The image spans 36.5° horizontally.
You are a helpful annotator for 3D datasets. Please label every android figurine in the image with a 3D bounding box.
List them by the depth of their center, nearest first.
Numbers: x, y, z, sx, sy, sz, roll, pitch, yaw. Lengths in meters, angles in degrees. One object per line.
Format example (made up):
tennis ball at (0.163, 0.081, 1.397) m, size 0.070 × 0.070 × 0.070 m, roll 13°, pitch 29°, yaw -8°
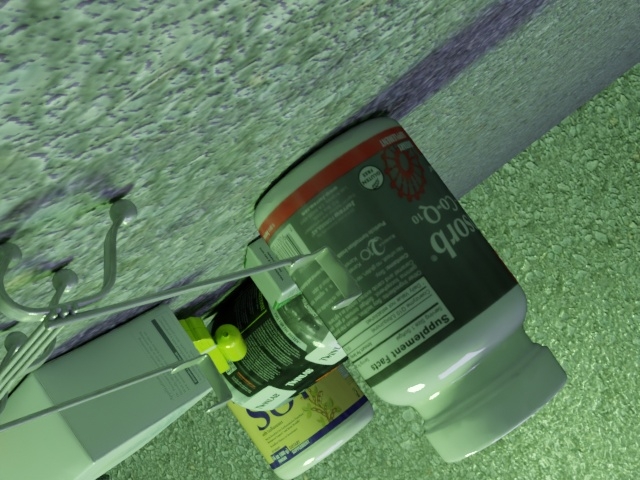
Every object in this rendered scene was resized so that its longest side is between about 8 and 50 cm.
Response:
android figurine at (-0.233, 0.202, 1.503) m, size 0.248 × 0.056 × 0.273 m, roll -28°, pitch 158°, yaw -8°

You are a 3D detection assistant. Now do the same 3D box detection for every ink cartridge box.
ink cartridge box at (0.000, 0.000, 1.392) m, size 0.208 × 0.087 × 0.153 m, roll -34°, pitch 173°, yaw -13°

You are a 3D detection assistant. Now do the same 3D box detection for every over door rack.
over door rack at (-0.166, 0.071, 0.826) m, size 0.324 × 0.108 × 0.239 m, roll 0°, pitch 149°, yaw -42°

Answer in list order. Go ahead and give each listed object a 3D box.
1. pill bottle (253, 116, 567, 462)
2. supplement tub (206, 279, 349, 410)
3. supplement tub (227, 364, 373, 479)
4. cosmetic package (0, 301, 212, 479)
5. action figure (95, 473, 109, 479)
pill bottle at (0.104, 0.057, 1.116) m, size 0.210 × 0.363 × 0.210 m, roll -36°, pitch 174°, yaw -4°
supplement tub at (-0.038, 0.134, 1.626) m, size 0.207 × 0.207 × 0.338 m, roll -29°, pitch 171°, yaw -46°
supplement tub at (-0.075, 0.286, 1.965) m, size 0.241 × 0.331 × 0.241 m, roll -36°, pitch 174°, yaw -5°
cosmetic package at (-0.292, 0.223, 1.255) m, size 0.224 × 0.138 × 0.224 m, roll -27°, pitch 169°, yaw -48°
action figure at (-0.485, 0.404, 1.413) m, size 0.330 × 0.178 × 0.341 m, roll -47°, pitch 174°, yaw 8°
